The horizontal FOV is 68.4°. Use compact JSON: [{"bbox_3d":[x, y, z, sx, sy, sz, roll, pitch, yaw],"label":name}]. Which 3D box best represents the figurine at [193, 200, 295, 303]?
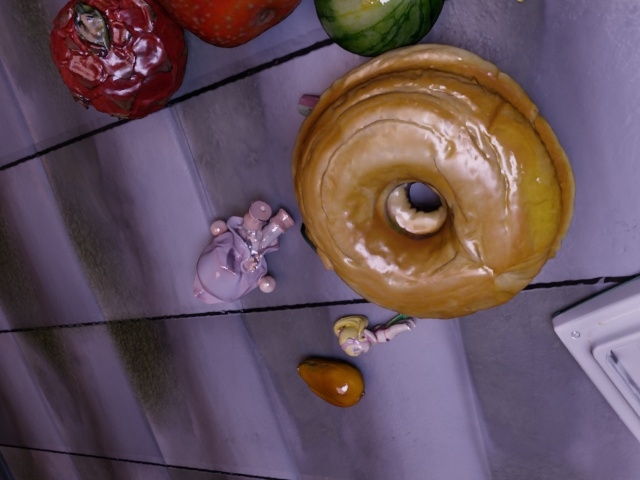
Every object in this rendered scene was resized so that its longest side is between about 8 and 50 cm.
[{"bbox_3d":[-0.168,0.029,0.992,0.200,0.133,0.276,47,121,8],"label":"figurine"}]

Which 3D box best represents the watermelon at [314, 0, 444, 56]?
[{"bbox_3d":[0.080,-0.370,0.697,0.214,0.187,0.188,-139,48,-55],"label":"watermelon"}]

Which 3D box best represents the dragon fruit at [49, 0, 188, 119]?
[{"bbox_3d":[-0.382,-0.355,0.896,0.244,0.244,0.299,55,146,-2],"label":"dragon fruit"}]

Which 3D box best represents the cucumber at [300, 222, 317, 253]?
[{"bbox_3d":[0.000,0.000,0.947,0.105,0.048,0.048,44,121,5],"label":"cucumber"}]

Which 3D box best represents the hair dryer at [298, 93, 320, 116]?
[{"bbox_3d":[0.008,-0.187,0.877,0.106,0.054,0.154,19,120,24],"label":"hair dryer"}]

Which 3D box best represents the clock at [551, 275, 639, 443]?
[{"bbox_3d":[0.534,0.189,0.721,0.231,0.116,0.262,-37,90,32],"label":"clock"}]

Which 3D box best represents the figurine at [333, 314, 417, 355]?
[{"bbox_3d":[0.107,0.183,0.956,0.187,0.083,0.083,-24,97,37],"label":"figurine"}]

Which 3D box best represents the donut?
[{"bbox_3d":[0.155,-0.069,0.745,0.448,0.198,0.449,11,122,19],"label":"donut"}]

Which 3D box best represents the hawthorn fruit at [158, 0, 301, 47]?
[{"bbox_3d":[-0.142,-0.450,0.725,0.299,0.275,0.276,-6,106,37],"label":"hawthorn fruit"}]

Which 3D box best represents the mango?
[{"bbox_3d":[0.028,0.307,1.035,0.159,0.084,0.105,17,134,41],"label":"mango"}]

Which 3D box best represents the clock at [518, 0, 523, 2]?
[{"bbox_3d":[0.242,-0.451,0.548,0.277,0.071,0.293,34,166,-13],"label":"clock"}]
